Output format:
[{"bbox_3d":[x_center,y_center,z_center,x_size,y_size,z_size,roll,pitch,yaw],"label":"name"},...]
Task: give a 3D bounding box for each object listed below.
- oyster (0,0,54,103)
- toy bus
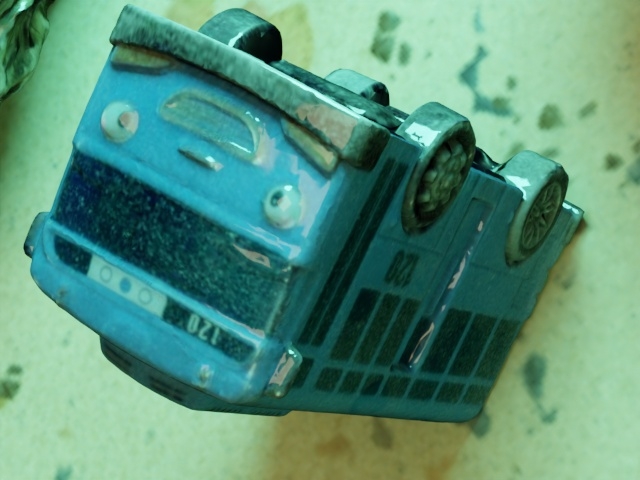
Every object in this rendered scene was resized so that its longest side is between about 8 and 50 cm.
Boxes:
[{"bbox_3d":[-0.163,-0.158,0.853,0.162,0.158,0.351,25,80,27],"label":"oyster"},{"bbox_3d":[0.000,0.000,0.700,0.116,0.234,0.133,29,96,25],"label":"toy bus"}]
